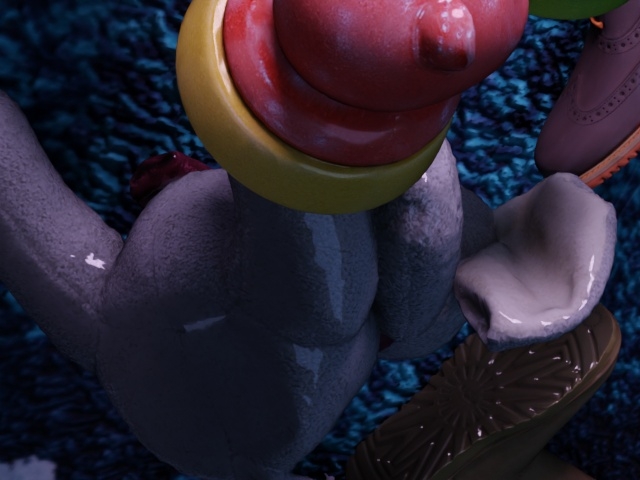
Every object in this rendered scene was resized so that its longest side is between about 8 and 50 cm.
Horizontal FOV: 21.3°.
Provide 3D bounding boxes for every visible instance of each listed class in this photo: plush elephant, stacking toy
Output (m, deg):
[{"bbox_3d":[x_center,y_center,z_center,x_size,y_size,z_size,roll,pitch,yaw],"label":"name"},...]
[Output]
[{"bbox_3d":[0.000,0.000,0.918,0.272,0.255,0.330,-17,108,34],"label":"plush elephant"},{"bbox_3d":[0.031,-0.200,0.704,0.279,0.309,0.130,-28,173,-27],"label":"stacking toy"}]

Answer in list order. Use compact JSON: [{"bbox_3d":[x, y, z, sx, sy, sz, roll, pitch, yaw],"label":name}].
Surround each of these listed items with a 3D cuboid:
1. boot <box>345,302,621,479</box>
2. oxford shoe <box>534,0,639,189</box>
[{"bbox_3d":[0.171,0.167,1.270,0.236,0.089,0.269,-36,137,16],"label":"boot"},{"bbox_3d":[0.190,-0.153,1.025,0.098,0.097,0.271,22,108,-22],"label":"oxford shoe"}]
